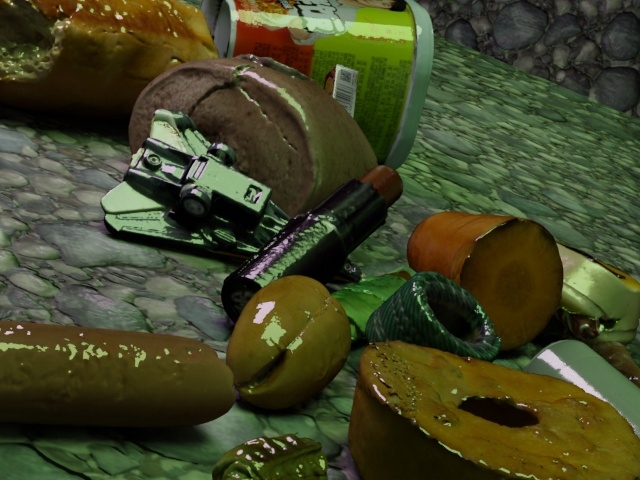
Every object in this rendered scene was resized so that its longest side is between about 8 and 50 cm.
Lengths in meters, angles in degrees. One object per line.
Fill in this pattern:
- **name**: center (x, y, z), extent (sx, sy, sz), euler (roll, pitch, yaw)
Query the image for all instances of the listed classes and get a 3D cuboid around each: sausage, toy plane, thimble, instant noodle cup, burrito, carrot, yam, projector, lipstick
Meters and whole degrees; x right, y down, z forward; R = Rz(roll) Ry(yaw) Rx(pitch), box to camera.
- **sausage**: center (-0.205, 0.113, 1.242), extent (0.289, 0.086, 0.086), euler (6, 23, -34)
- **toy plane**: center (-0.082, -0.028, 1.730), extent (0.316, 0.103, 0.204), euler (22, 52, 4)
- **thimble**: center (0.117, 0.101, 1.555), extent (0.135, 0.090, 0.118), euler (9, 45, -52)
- **instant noodle cup**: center (-0.026, -0.259, 2.243), extent (0.307, 0.294, 0.294), euler (5, 23, -19)
- **burrito**: center (0.066, 0.085, 1.662), extent (0.104, 0.054, 0.288), euler (30, 19, 21)
- **carrot**: center (0.174, 0.026, 1.807), extent (0.159, 0.159, 0.225), euler (9, 10, -31)
- **yam**: center (0.370, 0.181, 1.701), extent (0.056, 0.057, 0.241), euler (14, 20, -19)
- **projector**: center (0.328, 0.224, 1.457), extent (0.108, 0.108, 0.337), euler (7, 22, -35)
- **lipstick**: center (0.000, 0.000, 1.632), extent (0.081, 0.081, 0.299), euler (27, 43, 20)

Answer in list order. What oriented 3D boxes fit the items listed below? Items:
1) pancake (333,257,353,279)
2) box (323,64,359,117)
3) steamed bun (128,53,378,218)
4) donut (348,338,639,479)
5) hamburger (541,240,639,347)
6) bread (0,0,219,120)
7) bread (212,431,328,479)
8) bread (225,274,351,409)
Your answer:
- **pancake**: center (-0.005, 0.021, 1.816), extent (0.108, 0.017, 0.108), euler (18, 19, -7)
- **box**: center (0.020, -0.147, 2.069), extent (0.041, 0.050, 0.207), euler (16, 62, -20)
- **steamed bun**: center (-0.078, -0.140, 1.903), extent (0.301, 0.199, 0.251), euler (27, 19, 25)
- **donut**: center (0.150, 0.191, 1.357), extent (0.277, 0.109, 0.277), euler (18, 19, -6)
- **hamburger**: center (0.309, 0.065, 1.888), extent (0.210, 0.116, 0.173), euler (30, 9, 40)
- **bread**: center (-0.307, -0.243, 1.993), extent (0.344, 0.195, 0.149), euler (3, 63, -39)
- **bread**: center (-0.045, 0.195, 1.226), extent (0.110, 0.060, 0.066), euler (-10, 64, -54)
- **bread**: center (-0.024, 0.095, 1.450), extent (0.114, 0.077, 0.189), euler (55, 29, -8)
